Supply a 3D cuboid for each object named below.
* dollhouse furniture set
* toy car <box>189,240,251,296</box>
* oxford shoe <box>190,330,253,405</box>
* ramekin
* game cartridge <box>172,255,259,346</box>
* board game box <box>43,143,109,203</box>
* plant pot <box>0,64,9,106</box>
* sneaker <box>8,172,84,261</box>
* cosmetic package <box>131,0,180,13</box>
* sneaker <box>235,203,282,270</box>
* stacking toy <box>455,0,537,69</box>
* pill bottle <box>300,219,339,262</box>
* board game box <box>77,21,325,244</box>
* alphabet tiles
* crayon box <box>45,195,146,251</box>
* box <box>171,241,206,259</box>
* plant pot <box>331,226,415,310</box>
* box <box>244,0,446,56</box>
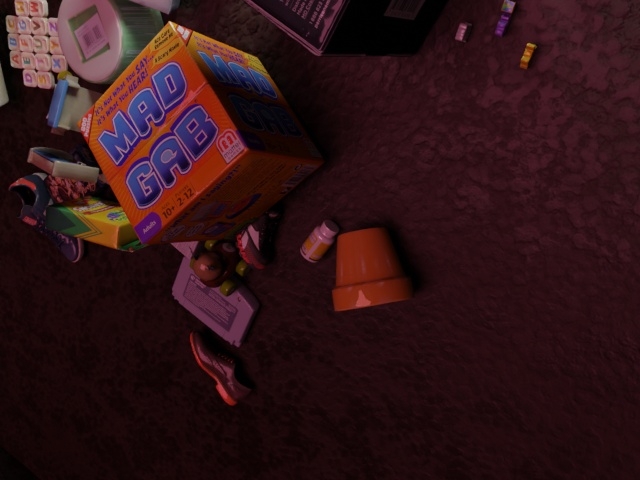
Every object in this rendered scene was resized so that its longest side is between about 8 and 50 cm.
[{"bbox_3d":[-0.722,-0.347,1.885,0.198,0.286,0.303,25,102,41],"label":"dollhouse furniture set"},{"bbox_3d":[-0.311,0.060,1.759,0.155,0.188,0.149,36,87,16],"label":"toy car"},{"bbox_3d":[-0.318,0.394,1.967,0.098,0.097,0.271,-35,91,14],"label":"oxford shoe"},{"bbox_3d":[-0.612,-0.594,1.758,0.304,0.148,0.303,10,111,27],"label":"ramekin"},{"bbox_3d":[-0.329,0.177,1.911,0.294,0.060,0.196,36,124,16],"label":"game cartridge"},{"bbox_3d":[-0.839,-0.198,2.089,0.243,0.042,0.165,-31,89,34],"label":"board game box"},{"bbox_3d":[-1.213,-0.586,2.038,0.334,0.334,0.305,7,120,29],"label":"plant pot"},{"bbox_3d":[-0.974,-0.066,2.149,0.131,0.148,0.350,-32,89,34],"label":"sneaker"},{"bbox_3d":[-0.490,-0.694,1.615,0.238,0.127,0.107,21,118,-7],"label":"cosmetic package"},{"bbox_3d":[-0.171,-0.044,1.715,0.135,0.098,0.276,2,106,32],"label":"sneaker"},{"bbox_3d":[0.397,-0.490,1.264,0.167,0.052,0.221,27,116,19],"label":"stacking toy"},{"bbox_3d":[0.000,0.000,1.649,0.065,0.065,0.116,45,123,10],"label":"pill bottle"},{"bbox_3d":[-0.284,-0.238,1.497,0.357,0.356,0.356,-37,76,23],"label":"board game box"},{"bbox_3d":[-0.943,-0.649,2.012,0.278,0.021,0.284,14,113,26],"label":"alphabet tiles"},{"bbox_3d":[-0.667,-0.057,1.920,0.319,0.202,0.081,15,107,14],"label":"crayon box"},{"bbox_3d":[-0.407,-0.035,1.872,0.137,0.072,0.126,38,122,13],"label":"box"},{"bbox_3d":[0.120,0.069,1.538,0.205,0.205,0.187,-14,83,33],"label":"plant pot"},{"bbox_3d":[-0.002,-0.612,1.196,0.472,0.480,0.297,39,120,13],"label":"box"}]
